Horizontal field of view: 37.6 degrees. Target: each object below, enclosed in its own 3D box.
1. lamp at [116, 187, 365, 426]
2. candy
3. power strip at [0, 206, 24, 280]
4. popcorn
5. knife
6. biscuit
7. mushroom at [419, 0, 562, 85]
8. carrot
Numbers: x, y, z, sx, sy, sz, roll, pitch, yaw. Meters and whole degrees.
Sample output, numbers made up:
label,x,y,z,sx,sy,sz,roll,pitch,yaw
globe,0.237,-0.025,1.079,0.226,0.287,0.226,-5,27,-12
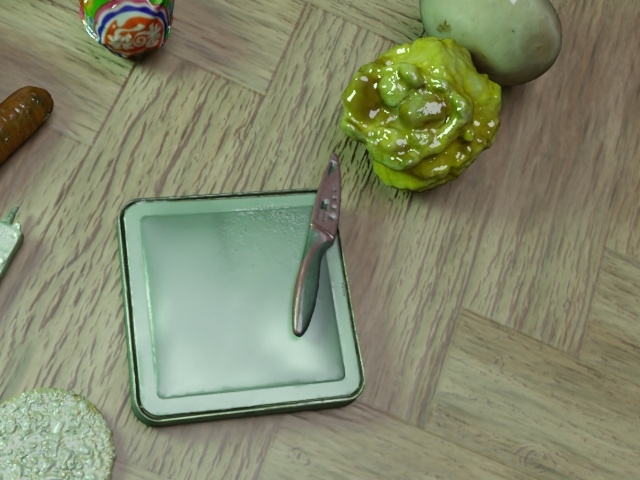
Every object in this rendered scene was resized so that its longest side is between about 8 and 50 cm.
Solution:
label,x,y,z,sx,sy,sz,roll,pitch,yaw
lamp,-0.095,0.071,1.101,0.266,0.047,0.269,-3,70,-16
candy,-0.274,-0.395,1.221,0.124,0.124,0.365,-10,63,-18
power strip,-0.382,0.041,1.047,0.047,0.030,0.191,23,65,-3
popcorn,0.127,-0.162,1.175,0.197,0.155,0.198,-6,71,17
knife,0.000,0.000,1.118,0.035,0.018,0.247,16,64,-6
biscuit,-0.294,0.230,1.001,0.152,0.020,0.152,6,66,-13
mushroom,0.246,-0.319,1.246,0.207,0.207,0.215,42,84,4
carrot,-0.382,-0.117,1.096,0.060,0.060,0.186,40,58,3
